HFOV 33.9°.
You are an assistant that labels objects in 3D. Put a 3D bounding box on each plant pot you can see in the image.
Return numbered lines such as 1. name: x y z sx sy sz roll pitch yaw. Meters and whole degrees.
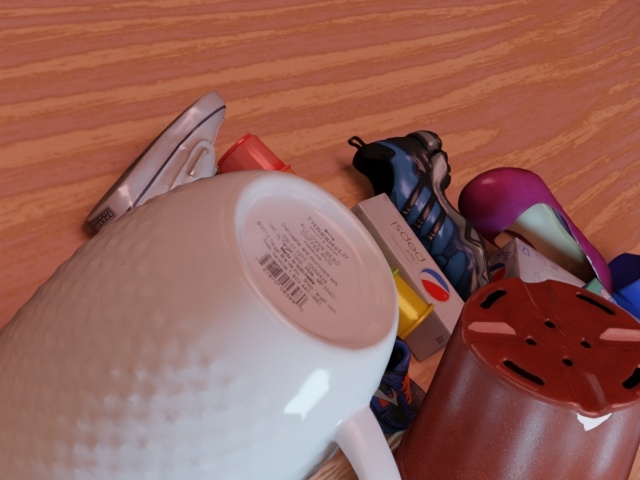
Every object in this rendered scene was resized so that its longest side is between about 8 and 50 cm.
1. plant pot: 0.214 0.199 1.095 0.272 0.265 0.272 8 33 -5

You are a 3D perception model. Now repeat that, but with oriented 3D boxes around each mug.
1. mug: -0.076 0.140 0.869 0.374 0.328 0.276 55 35 10

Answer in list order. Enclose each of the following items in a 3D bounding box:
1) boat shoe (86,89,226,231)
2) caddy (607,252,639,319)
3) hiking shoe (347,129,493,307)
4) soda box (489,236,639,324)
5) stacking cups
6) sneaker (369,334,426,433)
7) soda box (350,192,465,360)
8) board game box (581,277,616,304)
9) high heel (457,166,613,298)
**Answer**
1. boat shoe: -0.162 -0.076 1.191 0.088 0.096 0.267 45 36 -13
2. caddy: 0.609 0.057 1.722 0.179 0.241 0.341 43 -1 1
3. hiking shoe: 0.135 -0.013 1.468 0.132 0.113 0.304 -8 61 -23
4. soda box: 0.363 0.115 1.573 0.286 0.098 0.091 32 38 -24
5. stacking cups: 0.000 0.000 1.309 0.316 0.096 0.096 46 34 4
6. sneaker: 0.073 0.155 1.203 0.221 0.087 0.083 41 32 -46
7. soda box: 0.107 0.047 1.386 0.216 0.069 0.074 54 35 10
8. board game box: 0.264 0.144 1.339 0.047 0.210 0.160 52 34 5
9. high heel: 0.344 0.010 1.586 0.377 0.127 0.181 20 33 -50
